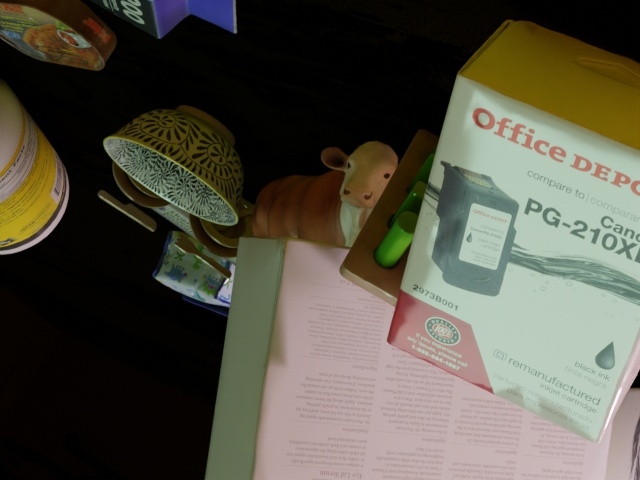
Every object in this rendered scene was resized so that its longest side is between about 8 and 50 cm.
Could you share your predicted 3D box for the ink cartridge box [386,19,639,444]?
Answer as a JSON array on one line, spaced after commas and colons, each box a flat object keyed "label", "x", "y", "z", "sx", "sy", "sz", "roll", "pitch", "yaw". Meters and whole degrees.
[{"label": "ink cartridge box", "x": 0.159, "y": -0.005, "z": 0.890, "sx": 0.172, "sy": 0.100, "sz": 0.237, "roll": 25, "pitch": 130, "yaw": 17}]

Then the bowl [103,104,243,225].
[{"label": "bowl", "x": -0.144, "y": -0.094, "z": 1.424, "sx": 0.170, "sy": 0.080, "sz": 0.170, "roll": 28, "pitch": 164, "yaw": 9}]

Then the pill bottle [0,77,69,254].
[{"label": "pill bottle", "x": -0.470, "y": -0.120, "z": 1.747, "sx": 0.188, "sy": 0.188, "sz": 0.334, "roll": 26, "pitch": 164, "yaw": 15}]

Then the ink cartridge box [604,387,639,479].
[{"label": "ink cartridge box", "x": 0.402, "y": 0.235, "z": 1.345, "sx": 0.198, "sy": 0.115, "sz": 0.273, "roll": 23, "pitch": 167, "yaw": -15}]

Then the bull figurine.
[{"label": "bull figurine", "x": 0.000, "y": 0.000, "z": 1.305, "sx": 0.101, "sy": 0.188, "sz": 0.310, "roll": 20, "pitch": 174, "yaw": -17}]

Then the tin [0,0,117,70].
[{"label": "tin", "x": -0.288, "y": -0.226, "z": 1.358, "sx": 0.190, "sy": 0.040, "sz": 0.106, "roll": 16, "pitch": 163, "yaw": 42}]

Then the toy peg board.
[{"label": "toy peg board", "x": 0.127, "y": -0.009, "z": 1.069, "sx": 0.161, "sy": 0.161, "sz": 0.079, "roll": 30, "pitch": 150, "yaw": 1}]

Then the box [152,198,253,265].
[{"label": "box", "x": -0.082, "y": 0.006, "z": 1.661, "sx": 0.324, "sy": 0.067, "sz": 0.063, "roll": 36, "pitch": 163, "yaw": -18}]

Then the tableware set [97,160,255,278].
[{"label": "tableware set", "x": -0.155, "y": -0.054, "z": 1.544, "sx": 0.194, "sy": 0.128, "sz": 0.039, "roll": 34, "pitch": 135, "yaw": -17}]

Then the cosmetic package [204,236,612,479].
[{"label": "cosmetic package", "x": 0.091, "y": 0.161, "z": 1.170, "sx": 0.377, "sy": 0.284, "sz": 0.097, "roll": 10, "pitch": 175, "yaw": -29}]

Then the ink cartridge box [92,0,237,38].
[{"label": "ink cartridge box", "x": -0.167, "y": -0.243, "z": 1.060, "sx": 0.208, "sy": 0.045, "sz": 0.206, "roll": 27, "pitch": 164, "yaw": 6}]

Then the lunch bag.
[{"label": "lunch bag", "x": -0.149, "y": 0.055, "z": 1.909, "sx": 0.129, "sy": 0.096, "sz": 0.151, "roll": 18, "pitch": 175, "yaw": 30}]
